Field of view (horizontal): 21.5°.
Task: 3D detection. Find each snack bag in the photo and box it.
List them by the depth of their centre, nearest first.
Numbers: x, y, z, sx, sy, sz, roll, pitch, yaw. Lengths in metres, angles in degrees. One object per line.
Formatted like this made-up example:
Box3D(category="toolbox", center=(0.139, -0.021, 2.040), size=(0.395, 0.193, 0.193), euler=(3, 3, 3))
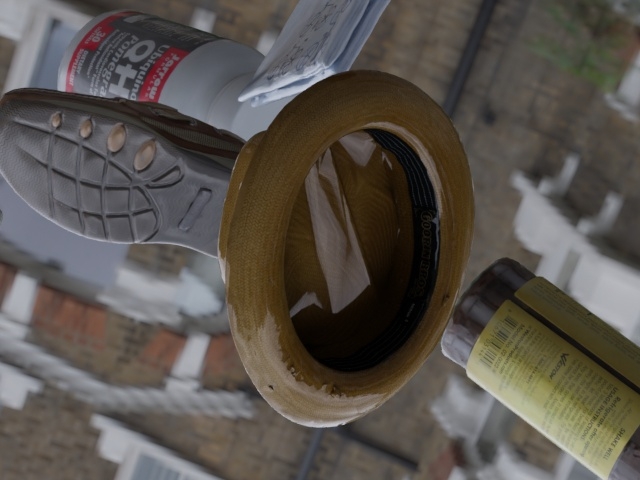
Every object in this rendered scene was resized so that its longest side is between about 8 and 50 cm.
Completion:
Box3D(category="snack bag", center=(0.051, -0.279, 1.568), size=(0.037, 0.342, 0.323), euler=(33, 172, -12))

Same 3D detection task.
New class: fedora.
Box3D(category="fedora", center=(0.000, 0.000, 0.897), size=(0.079, 0.194, 0.194), euler=(17, -167, 43))

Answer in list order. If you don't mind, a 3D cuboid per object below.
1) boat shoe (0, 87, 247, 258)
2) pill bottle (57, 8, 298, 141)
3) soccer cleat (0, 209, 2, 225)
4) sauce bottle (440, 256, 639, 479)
Box3D(category="boat shoe", center=(-0.164, -0.068, 1.518), size=(0.324, 0.123, 0.116), euler=(21, -156, -41))
Box3D(category="pill bottle", center=(-0.152, -0.157, 1.960), size=(0.176, 0.176, 0.318), euler=(1, -165, -43))
Box3D(category="soccer cleat", center=(-0.275, -0.016, 0.901), size=(0.116, 0.143, 0.331), euler=(27, 173, 17))
Box3D(category="sauce bottle", center=(0.258, 0.152, 1.396), size=(0.344, 0.111, 0.111), euler=(39, -155, 21))
